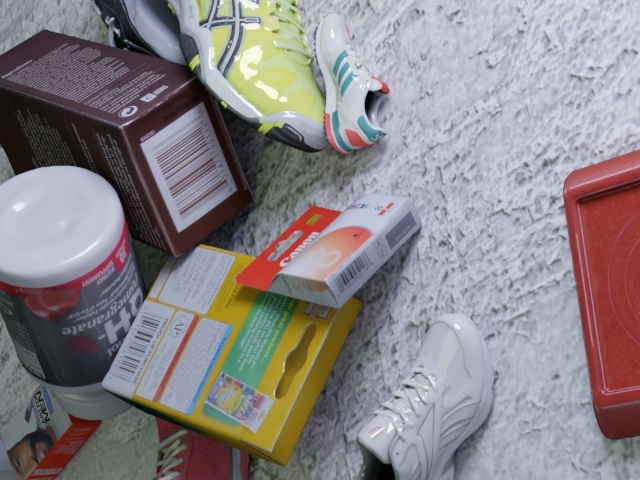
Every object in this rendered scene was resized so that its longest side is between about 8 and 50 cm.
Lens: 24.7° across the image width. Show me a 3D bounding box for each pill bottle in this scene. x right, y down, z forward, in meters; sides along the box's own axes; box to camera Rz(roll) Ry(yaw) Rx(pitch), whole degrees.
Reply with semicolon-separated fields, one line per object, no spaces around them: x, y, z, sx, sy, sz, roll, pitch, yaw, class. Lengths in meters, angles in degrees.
-0.299;0.076;1.782;0.176;0.176;0.319;51;160;38;pill bottle

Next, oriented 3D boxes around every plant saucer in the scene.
0.317;0.031;1.274;0.259;0.047;0.259;-19;73;47;plant saucer

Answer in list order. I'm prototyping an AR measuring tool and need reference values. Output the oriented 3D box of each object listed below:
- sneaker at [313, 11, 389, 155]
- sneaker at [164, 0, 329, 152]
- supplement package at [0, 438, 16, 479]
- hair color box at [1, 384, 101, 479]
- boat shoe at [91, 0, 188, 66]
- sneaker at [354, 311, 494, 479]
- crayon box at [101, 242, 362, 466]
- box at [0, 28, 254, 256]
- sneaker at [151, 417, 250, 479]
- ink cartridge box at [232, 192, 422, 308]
0.041;-0.178;1.607;0.075;0.057;0.161;-12;76;30;sneaker
-0.083;-0.266;1.685;0.147;0.145;0.385;-42;63;21;sneaker
-0.562;0.401;2.171;0.139;0.133;0.244;41;117;42;supplement package
-0.377;0.263;2.035;0.167;0.053;0.093;-50;53;35;hair color box
-0.223;-0.272;1.862;0.306;0.113;0.105;47;126;43;boat shoe
0.094;0.181;1.460;0.090;0.115;0.232;30;109;46;sneaker
-0.089;0.125;1.646;0.323;0.083;0.203;12;72;49;crayon box
-0.267;-0.130;1.825;0.381;0.143;0.191;19;138;46;box
-0.153;0.294;1.715;0.116;0.136;0.314;-41;57;38;sneaker
0.000;0.000;1.571;0.179;0.145;0.045;14;138;46;ink cartridge box
